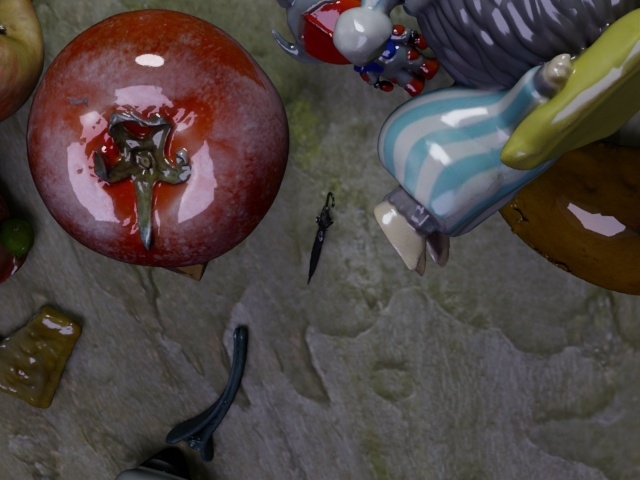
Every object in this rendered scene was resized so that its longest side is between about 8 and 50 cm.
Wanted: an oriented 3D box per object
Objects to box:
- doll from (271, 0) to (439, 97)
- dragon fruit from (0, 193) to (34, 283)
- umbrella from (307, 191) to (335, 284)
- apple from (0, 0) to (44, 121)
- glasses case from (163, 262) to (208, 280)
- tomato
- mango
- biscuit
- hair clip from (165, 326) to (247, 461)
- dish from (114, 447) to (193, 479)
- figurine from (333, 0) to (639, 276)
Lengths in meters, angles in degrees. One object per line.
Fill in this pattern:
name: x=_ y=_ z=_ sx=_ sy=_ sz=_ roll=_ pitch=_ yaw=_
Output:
doll: x=0.030 y=-0.213 z=1.291 sx=0.195 sy=0.062 sz=0.104 roll=28 pitch=145 yaw=-13
dragon fruit: x=-0.496 y=-0.012 z=1.548 sx=0.268 sy=0.130 sz=0.295 roll=26 pitch=127 yaw=-1
umbrella: x=-0.002 y=-0.004 z=1.474 sx=0.022 sy=0.022 sz=0.148 roll=-7 pitch=141 yaw=-23
apple: x=-0.394 y=-0.207 z=1.330 sx=0.164 sy=0.209 sz=0.209 roll=-20 pitch=116 yaw=19
glasses case: x=-0.213 y=-0.010 z=1.519 sx=0.170 sy=0.041 sz=0.064 roll=20 pitch=139 yaw=3
tomato: x=-0.167 y=-0.106 z=1.322 sx=0.270 sy=0.227 sz=0.270 roll=1 pitch=109 yaw=3
mango: x=0.284 y=-0.039 z=1.294 sx=0.249 sy=0.151 sz=0.156 roll=31 pitch=96 yaw=2
biscuit: x=-0.419 y=0.135 z=1.685 sx=0.183 sy=0.039 sz=0.174 roll=24 pitch=129 yaw=-1
hair clip: x=-0.130 y=0.198 z=1.648 sx=0.070 sy=0.039 sz=0.229 roll=27 pitch=123 yaw=-3
dish: x=-0.209 y=0.324 z=1.740 sx=0.141 sy=0.078 sz=0.141 roll=16 pitch=165 yaw=4
figurine: x=0.125 y=-0.227 z=1.152 sx=0.361 sy=0.266 sz=0.377 roll=-40 pitch=77 yaw=15
